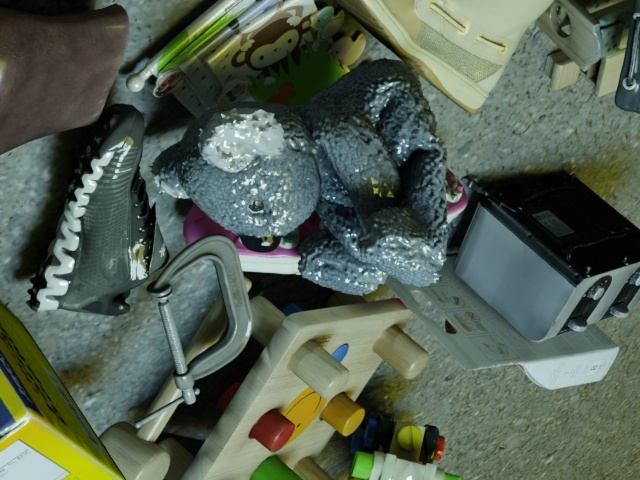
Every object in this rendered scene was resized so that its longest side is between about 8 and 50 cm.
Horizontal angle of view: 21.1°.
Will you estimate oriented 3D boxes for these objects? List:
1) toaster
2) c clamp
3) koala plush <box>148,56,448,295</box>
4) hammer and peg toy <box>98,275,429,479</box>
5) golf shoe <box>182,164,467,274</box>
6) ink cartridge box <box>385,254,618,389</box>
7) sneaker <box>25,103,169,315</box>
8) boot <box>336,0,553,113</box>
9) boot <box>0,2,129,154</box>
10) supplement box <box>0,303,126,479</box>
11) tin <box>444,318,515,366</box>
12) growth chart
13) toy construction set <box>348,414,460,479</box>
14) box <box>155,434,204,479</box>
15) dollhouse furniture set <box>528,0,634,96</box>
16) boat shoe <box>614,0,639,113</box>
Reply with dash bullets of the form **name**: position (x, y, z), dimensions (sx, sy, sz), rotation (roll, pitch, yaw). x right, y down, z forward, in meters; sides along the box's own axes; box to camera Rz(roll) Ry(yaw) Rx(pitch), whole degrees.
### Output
- **toaster**: position (0.250, 0.013, 1.853), dimensions (0.168, 0.185, 0.110), rotation (-14, 137, -44)
- **c clamp**: position (-0.115, 0.076, 1.527), dimensions (0.137, 0.022, 0.161), rotation (-26, 127, -30)
- **koala plush**: position (-0.024, -0.063, 1.462), dimensions (0.221, 0.203, 0.196), rotation (4, 173, -19)
- **hammer and peg toy**: position (-0.050, 0.168, 1.707), dimensions (0.266, 0.127, 0.361), rotation (-57, 157, 17)
- **golf shoe**: position (0.000, 0.000, 1.661), dimensions (0.306, 0.115, 0.140), rotation (-9, 143, -32)
- **ink cartridge box**: position (0.179, 0.088, 1.856), dimensions (0.232, 0.189, 0.066), rotation (-8, 131, -36)
- **sneaker**: position (-0.173, -0.019, 1.478), dimensions (0.106, 0.078, 0.234), rotation (16, 128, -14)
- **boot**: position (0.122, -0.249, 1.502), dimensions (0.203, 0.095, 0.262), rotation (-50, 134, 5)
- **boot**: position (-0.263, -0.077, 1.346), dimensions (0.207, 0.090, 0.248), rotation (-11, 140, -39)
- **supplement box**: position (-0.315, 0.153, 1.389), dimensions (0.194, 0.195, 0.356), rotation (-35, 163, -6)
- **tin**: position (0.229, 0.090, 1.978), dimensions (0.189, 0.106, 0.040), rotation (-11, 129, -36)
- **growth chart**: position (-0.050, -0.151, 1.517), dimensions (0.172, 0.021, 0.237), rotation (-43, 148, 7)
- **toy construction set**: position (0.061, 0.311, 1.965), dimensions (0.151, 0.215, 0.327), rotation (17, 167, -18)
- **box**: position (-0.189, 0.358, 1.865), dimensions (0.270, 0.143, 0.165), rotation (-50, 144, 16)
- **dollhouse furniture set**: position (0.246, -0.177, 1.687), dimensions (0.182, 0.101, 0.161), rotation (-22, 142, -23)
- **boat shoe**: position (0.308, -0.274, 1.563), dimensions (0.127, 0.113, 0.340), rotation (-33, 121, -64)
